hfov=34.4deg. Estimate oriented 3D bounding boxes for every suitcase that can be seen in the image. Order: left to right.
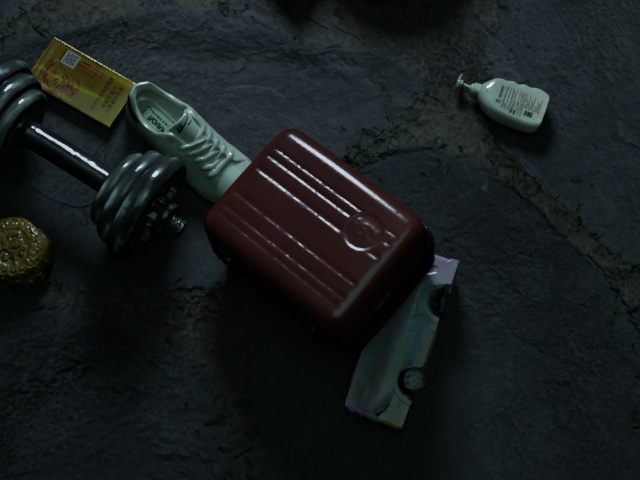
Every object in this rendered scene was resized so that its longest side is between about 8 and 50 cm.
[{"bbox_3d":[0.000,0.000,1.517,0.297,0.161,0.236,38,81,25],"label":"suitcase"}]

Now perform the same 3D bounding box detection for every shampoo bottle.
[{"bbox_3d":[0.290,-0.230,1.681,0.151,0.045,0.077,19,79,-2],"label":"shampoo bottle"}]

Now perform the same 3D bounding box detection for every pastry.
[{"bbox_3d":[-0.456,0.018,1.568,0.097,0.057,0.109,-35,81,-5],"label":"pastry"}]

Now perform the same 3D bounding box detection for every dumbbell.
[{"bbox_3d":[-0.375,-0.122,1.540,0.406,0.179,0.179,33,78,2],"label":"dumbbell"}]

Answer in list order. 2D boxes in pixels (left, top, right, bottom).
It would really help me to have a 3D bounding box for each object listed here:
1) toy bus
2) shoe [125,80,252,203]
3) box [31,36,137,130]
[{"bbox_3d":[0.126,0.149,1.570,0.112,0.090,0.274,18,76,8],"label":"toy bus"},{"bbox_3d":[-0.199,-0.147,1.595,0.265,0.110,0.095,36,77,6],"label":"shoe"},{"bbox_3d":[-0.379,-0.249,1.644,0.156,0.022,0.089,28,76,2],"label":"box"}]
